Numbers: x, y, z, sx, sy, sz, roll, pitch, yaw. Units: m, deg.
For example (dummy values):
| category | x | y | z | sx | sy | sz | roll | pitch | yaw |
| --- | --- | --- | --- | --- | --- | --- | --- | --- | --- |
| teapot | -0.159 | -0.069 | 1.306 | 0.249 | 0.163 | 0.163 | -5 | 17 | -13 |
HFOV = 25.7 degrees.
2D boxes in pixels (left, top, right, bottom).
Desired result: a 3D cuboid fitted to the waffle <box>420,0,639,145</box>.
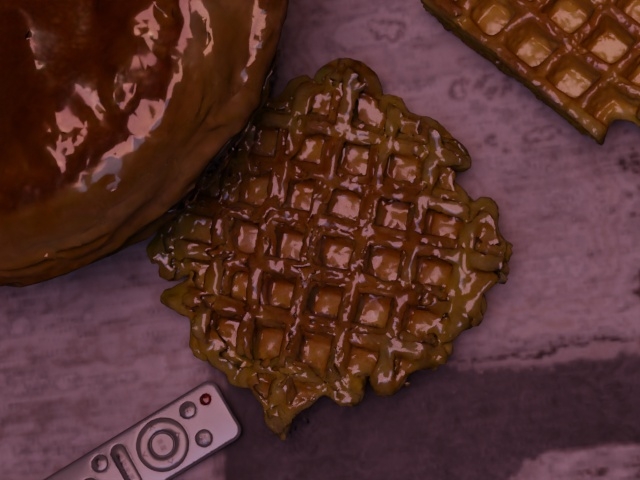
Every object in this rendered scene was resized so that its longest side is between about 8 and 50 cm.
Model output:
| category | x | y | z | sx | sy | sz | roll | pitch | yaw |
| --- | --- | --- | --- | --- | --- | --- | --- | --- | --- |
| waffle | 0.199 | -0.168 | 0.998 | 0.211 | 0.055 | 0.160 | 41 | 90 | 17 |

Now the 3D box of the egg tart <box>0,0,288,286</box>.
| category | x | y | z | sx | sy | sz | roll | pitch | yaw |
| --- | --- | --- | --- | --- | --- | --- | --- | --- | --- |
| egg tart | -0.224 | -0.182 | 1.011 | 0.443 | 0.178 | 0.443 | 0 | 88 | 12 |

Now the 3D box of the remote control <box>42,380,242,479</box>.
| category | x | y | z | sx | sy | sz | roll | pitch | yaw |
| --- | --- | --- | --- | --- | --- | --- | --- | --- | --- |
| remote control | -0.144 | 0.169 | 1.027 | 0.184 | 0.027 | 0.050 | -31 | 78 | 0 |

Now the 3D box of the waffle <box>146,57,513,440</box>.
| category | x | y | z | sx | sy | sz | roll | pitch | yaw |
| --- | --- | --- | --- | --- | --- | --- | --- | --- | --- |
| waffle | 0.000 | 0.000 | 1.014 | 0.245 | 0.052 | 0.254 | -38 | 75 | 4 |
